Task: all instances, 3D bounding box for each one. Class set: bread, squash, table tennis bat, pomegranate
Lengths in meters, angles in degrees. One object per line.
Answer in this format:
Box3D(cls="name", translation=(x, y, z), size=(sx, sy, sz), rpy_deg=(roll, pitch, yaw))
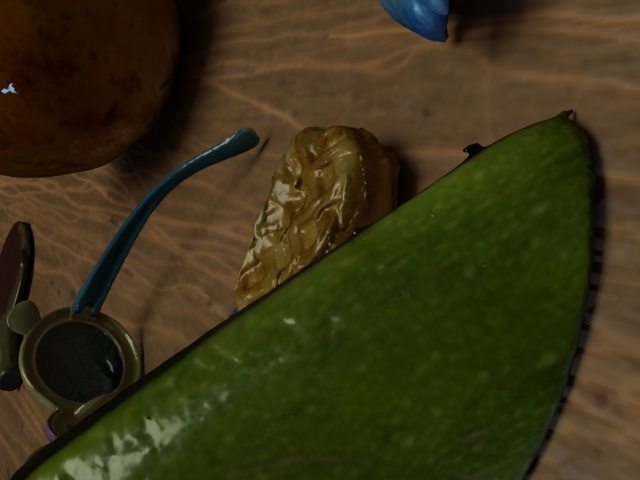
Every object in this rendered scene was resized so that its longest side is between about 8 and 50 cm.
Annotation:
Box3D(cls="bread", translation=(0.000, 0.000, 0.468), size=(0.083, 0.044, 0.110), rpy_deg=(21, 92, 60))
Box3D(cls="squash", translation=(0.034, 0.090, 0.389), size=(0.252, 0.169, 0.093), rpy_deg=(-34, 39, 2))
Box3D(cls="table tennis bat", translation=(-0.321, 0.069, 1.039), size=(0.131, 0.022, 0.234), rpy_deg=(-62, 29, 22))
Box3D(cls="pomegranate", translation=(-0.217, -0.161, 0.754), size=(0.248, 0.248, 0.248), rpy_deg=(-36, 46, 49))

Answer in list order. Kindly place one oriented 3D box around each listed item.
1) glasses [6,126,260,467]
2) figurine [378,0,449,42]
Box3D(cls="glasses", translation=(-0.085, 0.059, 0.602), size=(0.220, 0.088, 0.189), rpy_deg=(-39, 39, 18))
Box3D(cls="figurine", translation=(0.051, -0.136, 0.428), size=(0.114, 0.079, 0.114), rpy_deg=(4, -90, -83))
